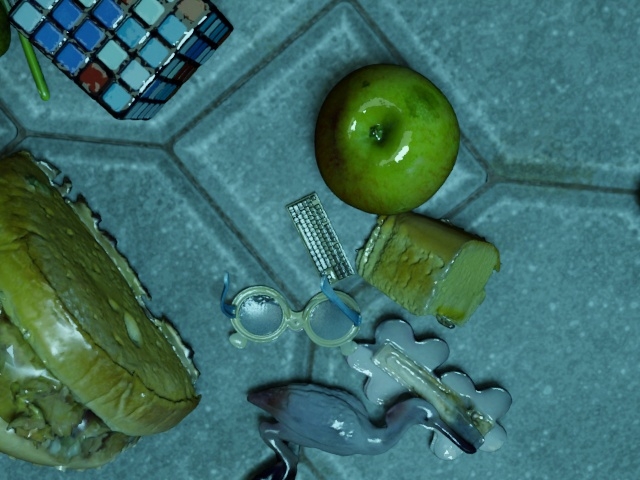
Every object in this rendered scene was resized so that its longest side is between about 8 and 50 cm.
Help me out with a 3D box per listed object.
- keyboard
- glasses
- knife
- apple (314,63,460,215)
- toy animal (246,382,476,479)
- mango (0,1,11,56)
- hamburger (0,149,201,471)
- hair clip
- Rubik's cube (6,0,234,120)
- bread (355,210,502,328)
[{"bbox_3d":[0.000,0.000,1.078,0.049,0.015,0.129,-25,96,5],"label":"keyboard"},{"bbox_3d":[-0.040,0.070,1.008,0.189,0.220,0.088,3,61,6],"label":"glasses"},{"bbox_3d":[-0.412,-0.281,1.055,0.026,0.022,0.184,-21,96,-21],"label":"knife"},{"bbox_3d":[0.084,-0.128,0.979,0.196,0.196,0.196,0,98,2],"label":"apple"},{"bbox_3d":[0.029,0.263,1.073,0.324,0.090,0.195,-27,97,17],"label":"toy animal"},{"bbox_3d":[-0.521,-0.310,1.006,0.151,0.120,0.221,-43,102,5],"label":"mango"},{"bbox_3d":[-0.383,0.119,0.979,0.268,0.287,0.445,-33,93,8],"label":"hamburger"},{"bbox_3d":[0.155,0.215,1.077,0.257,0.075,0.146,41,113,4],"label":"hair clip"},{"bbox_3d":[-0.242,-0.276,0.967,0.184,0.187,0.182,42,96,-6],"label":"Rubik's cube"},{"bbox_3d":[0.158,0.039,1.061,0.160,0.169,0.140,19,101,-41],"label":"bread"}]
